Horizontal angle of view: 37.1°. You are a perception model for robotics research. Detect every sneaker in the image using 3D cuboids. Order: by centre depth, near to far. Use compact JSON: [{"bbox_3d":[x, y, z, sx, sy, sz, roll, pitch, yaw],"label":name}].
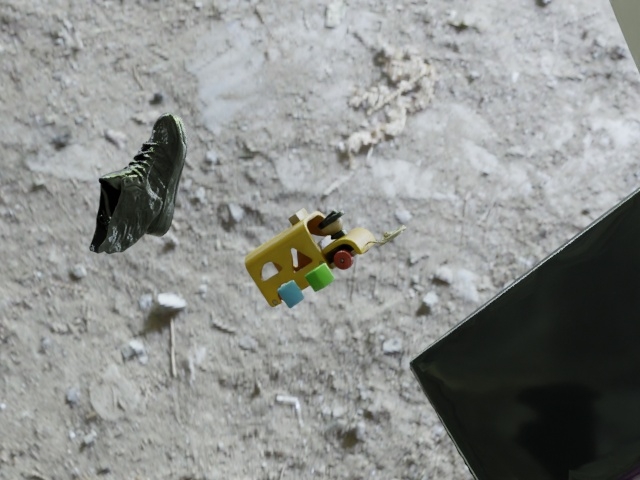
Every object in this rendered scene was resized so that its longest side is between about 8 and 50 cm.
[{"bbox_3d":[-0.202,-0.065,1.050,0.089,0.051,0.170,12,84,-45],"label":"sneaker"}]

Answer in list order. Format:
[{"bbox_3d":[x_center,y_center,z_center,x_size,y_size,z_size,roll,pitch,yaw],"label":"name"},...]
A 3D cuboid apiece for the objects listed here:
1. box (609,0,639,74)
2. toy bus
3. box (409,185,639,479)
[{"bbox_3d":[0.415,-0.226,0.925,0.148,0.311,0.121,-26,102,3],"label":"box"},{"bbox_3d":[-0.011,0.007,1.363,0.202,0.191,0.104,-34,92,-22],"label":"toy bus"},{"bbox_3d":[0.201,0.039,0.441,0.261,0.184,0.103,-39,56,14],"label":"box"}]
